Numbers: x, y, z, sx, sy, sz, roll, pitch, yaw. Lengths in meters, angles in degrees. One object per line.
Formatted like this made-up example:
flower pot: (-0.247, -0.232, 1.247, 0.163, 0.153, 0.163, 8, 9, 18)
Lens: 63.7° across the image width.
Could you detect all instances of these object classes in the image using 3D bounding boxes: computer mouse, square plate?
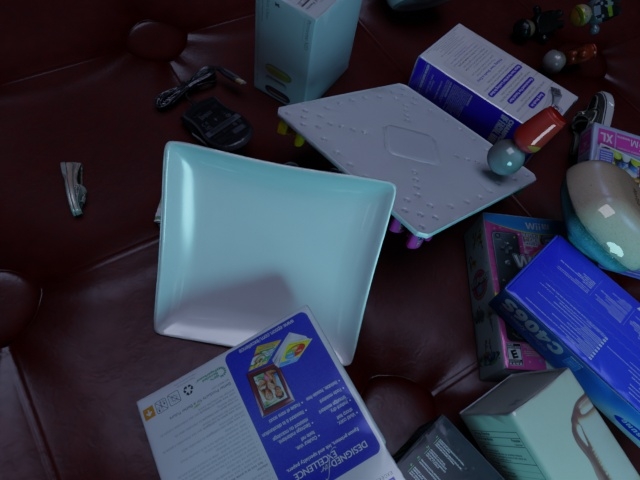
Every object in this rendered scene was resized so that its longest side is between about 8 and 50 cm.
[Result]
computer mouse: (-0.214, -0.279, 1.111, 0.262, 0.060, 0.184, 35, 65, 25)
square plate: (-0.085, 0.031, 0.834, 0.347, 0.344, 0.049, 10, 24, -3)

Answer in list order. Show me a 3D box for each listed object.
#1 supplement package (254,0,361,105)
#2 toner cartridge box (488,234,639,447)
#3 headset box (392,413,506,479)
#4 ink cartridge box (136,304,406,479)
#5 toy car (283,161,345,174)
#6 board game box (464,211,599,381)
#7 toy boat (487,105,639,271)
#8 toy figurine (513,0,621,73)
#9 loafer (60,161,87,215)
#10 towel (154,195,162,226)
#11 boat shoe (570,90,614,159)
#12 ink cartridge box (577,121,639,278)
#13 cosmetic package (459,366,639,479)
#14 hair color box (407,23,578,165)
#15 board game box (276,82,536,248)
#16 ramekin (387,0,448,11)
supplement package: (-0.027, -0.450, 1.114, 0.145, 0.262, 0.204, 32, 62, 10)
toner cartridge box: (0.466, 0.167, 0.843, 0.165, 0.075, 0.348, -37, 72, -23)
headset box: (0.164, 0.429, 0.725, 0.283, 0.131, 0.246, -37, 72, -25)
ink cartridge box: (-0.077, 0.295, 0.739, 0.303, 0.072, 0.307, -29, 62, -6)
toy car: (-0.017, -0.058, 0.866, 0.155, 0.188, 0.149, 6, 56, -4)
board game box: (0.405, 0.108, 0.963, 0.224, 0.097, 0.303, 5, 60, -7)
toy boat: (0.458, -0.089, 0.937, 0.318, 0.148, 0.267, 45, 38, 0)
toy figurine: (0.614, -0.559, 1.304, 0.148, 0.209, 0.213, -19, 65, -12)
loafer: (-0.466, -0.103, 0.981, 0.039, 0.045, 0.125, -14, 61, -23)
towel: (-0.254, -0.086, 1.018, 0.113, 0.023, 0.152, 10, 58, -6)
boat shoe: (0.642, -0.280, 1.226, 0.070, 0.078, 0.219, 22, 62, 3)
ink cartridge box: (0.639, -0.086, 1.097, 0.186, 0.065, 0.311, 17, 73, -2)
cosmetic package: (0.361, 0.351, 0.755, 0.129, 0.153, 0.296, -28, 82, -21)
hair color box: (0.400, -0.349, 1.213, 0.339, 0.110, 0.185, 38, 61, 15)
board game box: (0.172, -0.172, 1.022, 0.390, 0.050, 0.390, -23, 56, -38)
ramekin: (0.257, -0.666, 1.318, 0.207, 0.207, 0.109, -11, 100, -14)
